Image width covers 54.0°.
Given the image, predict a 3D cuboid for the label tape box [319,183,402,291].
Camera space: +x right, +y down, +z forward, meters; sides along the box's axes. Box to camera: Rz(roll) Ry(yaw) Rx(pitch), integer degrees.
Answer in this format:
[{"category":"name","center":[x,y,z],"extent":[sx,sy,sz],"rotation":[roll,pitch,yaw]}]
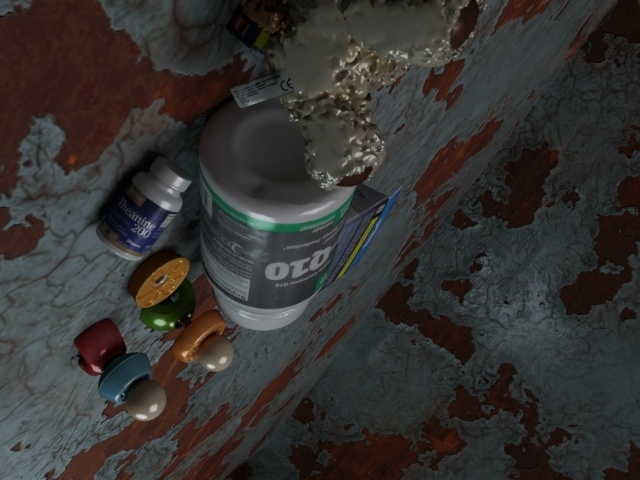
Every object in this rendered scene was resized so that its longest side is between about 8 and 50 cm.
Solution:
[{"category":"label tape box","center":[0.000,0.000,1.305],"extent":[0.347,0.115,0.249],"rotation":[-34,159,-47]}]

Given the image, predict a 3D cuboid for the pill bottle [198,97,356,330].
[{"category":"pill bottle","center":[-0.072,-0.021,0.910],"extent":[0.204,0.204,0.361],"rotation":[-39,162,-28]}]

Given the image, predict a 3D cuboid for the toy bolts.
[{"category":"toy bolts","center":[-0.241,0.155,0.960],"extent":[0.228,0.158,0.218],"rotation":[-39,161,-29]}]

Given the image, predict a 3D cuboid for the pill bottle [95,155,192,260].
[{"category":"pill bottle","center":[-0.210,-0.040,0.757],"extent":[0.120,0.067,0.067],"rotation":[-51,163,9]}]

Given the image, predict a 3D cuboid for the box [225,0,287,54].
[{"category":"box","center":[0.007,-0.311,0.726],"extent":[0.233,0.044,0.159],"rotation":[-53,162,17]}]

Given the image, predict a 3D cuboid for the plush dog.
[{"category":"plush dog","center":[0.035,-0.218,0.679],"extent":[0.262,0.210,0.225],"rotation":[-56,179,32]}]
